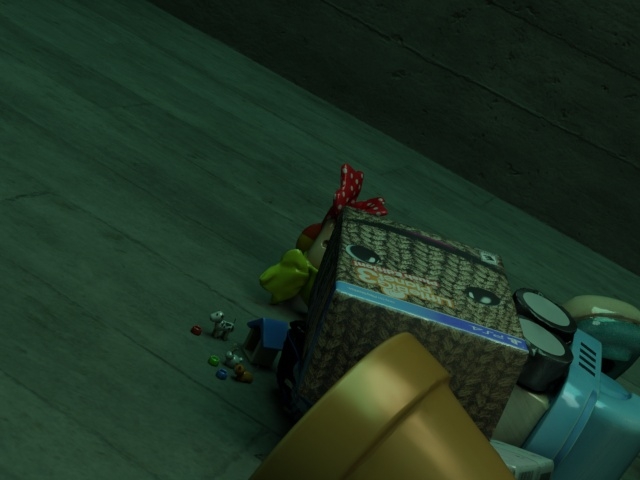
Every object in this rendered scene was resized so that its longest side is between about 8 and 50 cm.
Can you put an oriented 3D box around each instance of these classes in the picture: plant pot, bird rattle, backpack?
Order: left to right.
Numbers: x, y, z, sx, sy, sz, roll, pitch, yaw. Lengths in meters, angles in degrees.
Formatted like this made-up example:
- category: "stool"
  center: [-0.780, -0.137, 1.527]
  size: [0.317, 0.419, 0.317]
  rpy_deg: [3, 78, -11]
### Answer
- category: "bird rattle"
  center: [0.000, 0.000, 1.747]
  size: [0.143, 0.254, 0.207]
  rpy_deg: [25, -6, -7]
- category: "backpack"
  center: [0.031, 0.194, 1.394]
  size: [0.158, 0.117, 0.173]
  rpy_deg: [10, 20, -20]
- category: "plant pot"
  center: [0.063, 0.260, 1.021]
  size: [0.203, 0.291, 0.291]
  rpy_deg: [41, 21, 16]

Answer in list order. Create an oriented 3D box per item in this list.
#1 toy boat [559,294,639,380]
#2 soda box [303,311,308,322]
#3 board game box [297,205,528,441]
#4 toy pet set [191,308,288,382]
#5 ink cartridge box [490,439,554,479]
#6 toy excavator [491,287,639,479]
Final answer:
- category: "toy boat"
  center: [0.366, 0.192, 1.770]
  size: [0.318, 0.267, 0.148]
  rpy_deg: [9, 54, -16]
- category: "soda box"
  center: [0.012, 0.141, 1.567]
  size: [0.061, 0.058, 0.181]
  rpy_deg: [31, 4, 12]
- category: "board game box"
  center: [0.109, 0.098, 1.340]
  size: [0.232, 0.141, 0.291]
  rpy_deg: [18, 21, -4]
- category: "toy pet set"
  center: [-0.100, 0.135, 1.479]
  size: [0.114, 0.065, 0.122]
  rpy_deg: [14, 22, -35]
- category: "ink cartridge box"
  center: [0.155, 0.263, 1.341]
  size: [0.232, 0.066, 0.189]
  rpy_deg: [20, 2, 27]
- category: "toy excavator"
  center: [0.421, 0.276, 1.591]
  size: [0.445, 0.222, 0.433]
  rpy_deg: [33, 20, 6]
